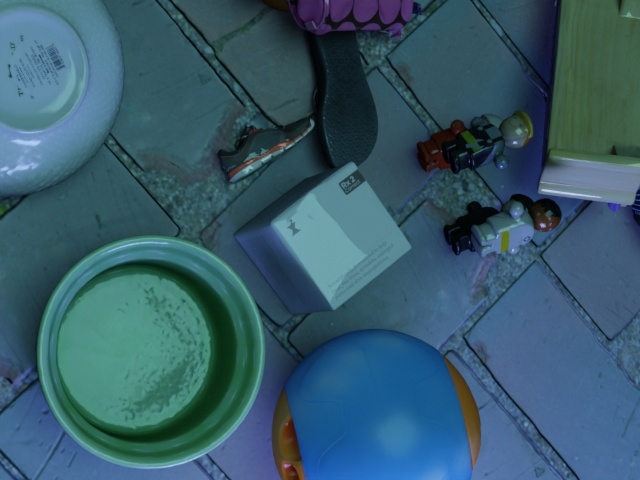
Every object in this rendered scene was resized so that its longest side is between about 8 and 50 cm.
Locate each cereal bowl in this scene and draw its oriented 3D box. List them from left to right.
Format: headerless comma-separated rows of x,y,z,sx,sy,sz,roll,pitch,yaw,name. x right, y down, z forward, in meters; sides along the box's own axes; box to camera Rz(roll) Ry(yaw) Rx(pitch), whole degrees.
-0.401,-0.221,1.620,0.338,0.141,0.339,-4,98,-31,cereal bowl

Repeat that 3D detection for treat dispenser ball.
0.076,0.266,1.723,0.288,0.288,0.288,2,85,-20,treat dispenser ball

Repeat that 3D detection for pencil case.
0.047,-0.343,1.828,0.209,0.095,0.098,-9,104,-44,pencil case

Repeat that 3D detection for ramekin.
-0.239,0.148,1.691,0.303,0.148,0.304,2,86,-20,ramekin

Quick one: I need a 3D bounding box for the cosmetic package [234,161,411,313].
0.000,0.000,1.771,0.151,0.183,0.151,-38,99,-18,cosmetic package

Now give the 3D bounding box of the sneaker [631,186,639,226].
0.528,-0.083,2.036,0.081,0.090,0.232,-16,70,-19,sneaker

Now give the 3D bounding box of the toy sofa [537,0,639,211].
0.425,-0.235,1.946,0.150,0.177,0.363,8,68,3,toy sofa

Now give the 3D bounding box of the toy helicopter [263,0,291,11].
-0.104,-0.443,1.749,0.355,0.140,0.235,-6,104,-45,toy helicopter

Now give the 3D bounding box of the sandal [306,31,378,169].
0.027,-0.223,1.875,0.097,0.054,0.255,2,75,-29,sandal

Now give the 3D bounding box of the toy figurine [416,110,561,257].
0.256,-0.085,1.858,0.148,0.209,0.213,-20,94,-10,toy figurine

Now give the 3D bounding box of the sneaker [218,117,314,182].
-0.079,-0.147,1.822,0.158,0.061,0.065,-33,89,-21,sneaker
